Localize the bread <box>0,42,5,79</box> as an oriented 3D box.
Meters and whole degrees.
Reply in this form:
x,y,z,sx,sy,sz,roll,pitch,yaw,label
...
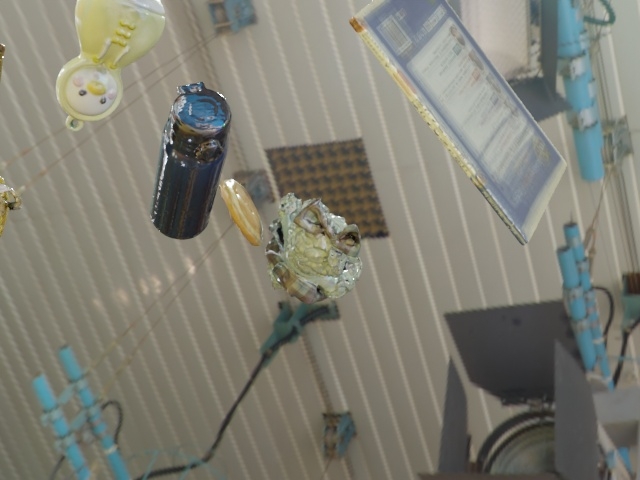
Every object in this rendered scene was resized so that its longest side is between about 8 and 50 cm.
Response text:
x,y,z,sx,sy,sz,roll,pitch,yaw,label
-0.543,-0.285,1.595,0.033,0.049,0.088,37,-64,52,bread

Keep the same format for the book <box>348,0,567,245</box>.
x,y,z,sx,sy,sz,roll,pitch,yaw,label
0.174,-0.168,1.165,0.018,0.228,0.322,-32,-80,37,book

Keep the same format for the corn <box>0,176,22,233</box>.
x,y,z,sx,sy,sz,roll,pitch,yaw,label
-0.405,-0.031,1.113,0.106,0.106,0.293,47,-20,-9,corn

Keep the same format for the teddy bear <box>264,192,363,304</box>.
x,y,z,sx,sy,sz,roll,pitch,yaw,label
-0.016,0.013,1.107,0.111,0.213,0.133,-37,-94,-2,teddy bear

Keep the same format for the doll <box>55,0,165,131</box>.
x,y,z,sx,sy,sz,roll,pitch,yaw,label
-0.333,-0.304,1.540,0.141,0.117,0.296,16,-78,-35,doll

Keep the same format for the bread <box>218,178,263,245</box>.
x,y,z,sx,sy,sz,roll,pitch,yaw,label
-0.109,-0.041,1.370,0.024,0.110,0.110,-29,-74,7,bread

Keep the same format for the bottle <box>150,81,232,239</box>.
x,y,z,sx,sy,sz,roll,pitch,yaw,label
-0.144,-0.079,1.079,0.244,0.072,0.082,116,-42,-61,bottle
